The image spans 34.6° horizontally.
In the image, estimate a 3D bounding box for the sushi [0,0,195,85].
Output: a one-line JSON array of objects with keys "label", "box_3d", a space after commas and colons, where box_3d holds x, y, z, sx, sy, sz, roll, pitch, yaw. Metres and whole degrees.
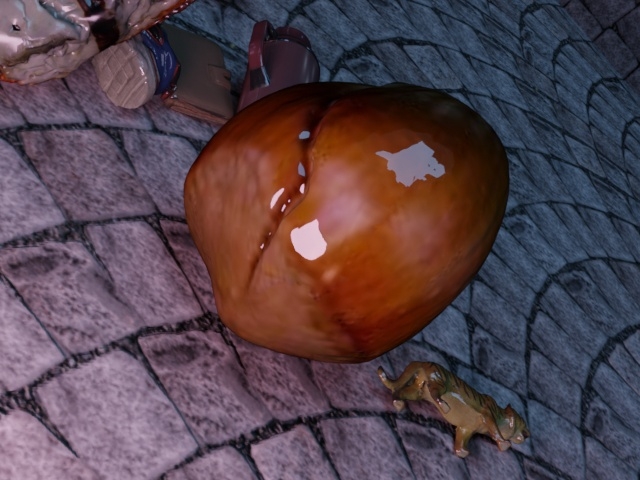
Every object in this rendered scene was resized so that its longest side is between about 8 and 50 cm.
[{"label": "sushi", "box_3d": [-0.277, -0.281, 1.192, 0.124, 0.332, 0.130, 57, -8, 12]}]

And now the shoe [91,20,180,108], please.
[{"label": "shoe", "box_3d": [-0.246, -0.272, 1.331, 0.126, 0.099, 0.227, -13, 67, -45]}]

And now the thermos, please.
[{"label": "thermos", "box_3d": [-0.069, -0.215, 1.458, 0.136, 0.109, 0.330, 34, 32, -20]}]

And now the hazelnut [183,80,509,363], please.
[{"label": "hazelnut", "box_3d": [0.030, -0.035, 1.150, 0.372, 0.373, 0.315, -96, 168, -47]}]

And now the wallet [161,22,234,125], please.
[{"label": "wallet", "box_3d": [-0.176, -0.230, 1.426, 0.118, 0.039, 0.152, 17, 44, -34]}]

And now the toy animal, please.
[{"label": "toy animal", "box_3d": [0.167, 0.209, 1.285, 0.241, 0.056, 0.099, 32, 27, -15]}]
